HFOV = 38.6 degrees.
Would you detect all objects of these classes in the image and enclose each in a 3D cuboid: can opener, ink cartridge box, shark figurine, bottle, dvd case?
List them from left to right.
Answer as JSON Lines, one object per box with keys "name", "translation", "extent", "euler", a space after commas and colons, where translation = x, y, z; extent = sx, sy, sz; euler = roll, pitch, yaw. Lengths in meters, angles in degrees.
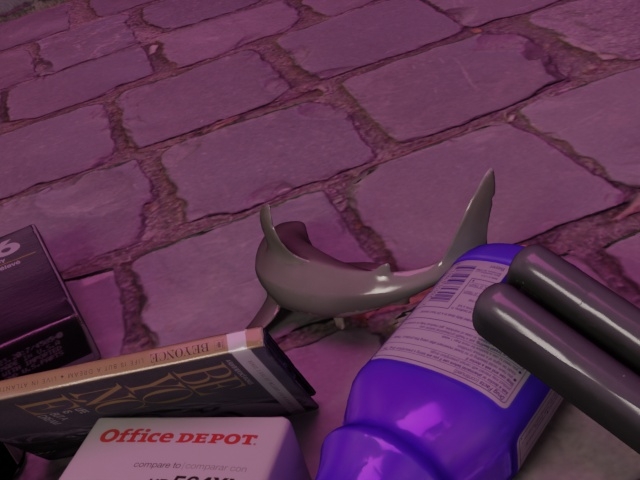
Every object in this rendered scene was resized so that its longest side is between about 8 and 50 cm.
{"name": "ink cartridge box", "translation": [-0.399, 0.089, 0.889], "extent": [0.303, 0.072, 0.307], "euler": [-26, 33, -16]}
{"name": "dvd case", "translation": [-0.124, 0.114, 0.639], "extent": [0.221, 0.164, 0.018], "euler": [-13, 64, 7]}
{"name": "ink cartridge box", "translation": [-0.102, 0.202, 0.539], "extent": [0.148, 0.086, 0.203], "euler": [-4, 33, 20]}
{"name": "shark figurine", "translation": [0.006, 0.010, 0.753], "extent": [0.278, 0.116, 0.166], "euler": [0, 35, 47]}
{"name": "bottle", "translation": [0.080, 0.112, 0.595], "extent": [0.118, 0.092, 0.283], "euler": [15, 42, 33]}
{"name": "can opener", "translation": [0.214, 0.092, 0.508], "extent": [0.280, 0.093, 0.074], "euler": [35, 64, 27]}

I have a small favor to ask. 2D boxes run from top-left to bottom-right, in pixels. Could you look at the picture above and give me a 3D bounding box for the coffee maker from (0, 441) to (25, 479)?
{"name": "coffee maker", "translation": [-0.316, 0.137, 0.655], "extent": [0.171, 0.178, 0.120], "euler": [-35, 33, -33]}
